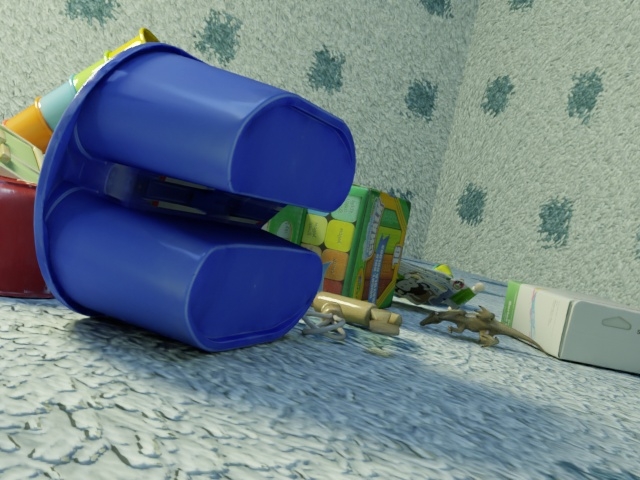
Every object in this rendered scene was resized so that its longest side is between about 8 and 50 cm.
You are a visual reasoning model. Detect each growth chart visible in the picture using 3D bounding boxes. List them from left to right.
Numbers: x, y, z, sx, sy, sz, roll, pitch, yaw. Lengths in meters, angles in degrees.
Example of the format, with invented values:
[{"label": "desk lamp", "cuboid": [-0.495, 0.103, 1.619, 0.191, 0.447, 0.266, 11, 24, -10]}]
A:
[{"label": "growth chart", "cuboid": [0.146, 0.071, 1.358, 0.237, 0.021, 0.172, 17, -24, 2]}]

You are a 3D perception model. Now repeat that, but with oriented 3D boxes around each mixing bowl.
[{"label": "mixing bowl", "cuboid": [-0.318, -0.014, 0.749, 0.181, 0.098, 0.181, 12, 3, -1]}]

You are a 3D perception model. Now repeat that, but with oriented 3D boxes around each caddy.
[{"label": "caddy", "cuboid": [-0.108, -0.036, 0.717, 0.179, 0.241, 0.341, 20, 4, 20]}]

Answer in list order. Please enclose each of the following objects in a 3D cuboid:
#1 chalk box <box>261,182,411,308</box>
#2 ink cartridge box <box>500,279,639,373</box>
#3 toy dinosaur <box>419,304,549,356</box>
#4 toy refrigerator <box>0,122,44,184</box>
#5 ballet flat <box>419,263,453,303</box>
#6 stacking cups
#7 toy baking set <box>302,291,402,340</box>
[{"label": "chalk box", "cuboid": [0.000, 0.000, 1.156, 0.179, 0.180, 0.289, 13, 3, 20]}, {"label": "ink cartridge box", "cuboid": [0.388, 0.127, 1.198, 0.154, 0.093, 0.212, 11, 1, -11]}, {"label": "toy dinosaur", "cuboid": [0.226, 0.116, 1.084, 0.183, 0.053, 0.092, 13, 1, 15]}, {"label": "toy refrigerator", "cuboid": [-0.408, -0.083, 1.006, 0.102, 0.094, 0.269, 37, 2, -30]}, {"label": "ballet flat", "cuboid": [0.223, 0.094, 1.563, 0.077, 0.077, 0.231, 36, 15, 23]}, {"label": "stacking cups", "cuboid": [-0.362, -0.190, 1.166, 0.316, 0.096, 0.096, -29, -7, 12]}, {"label": "toy baking set", "cuboid": [0.000, 0.087, 0.921, 0.256, 0.030, 0.197, 11, 5, 32]}]
